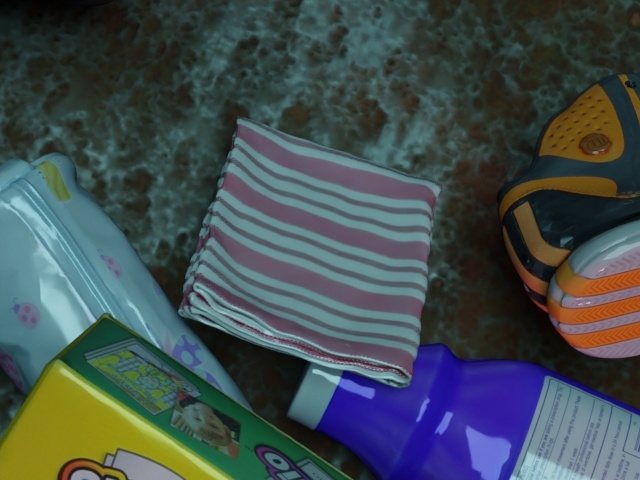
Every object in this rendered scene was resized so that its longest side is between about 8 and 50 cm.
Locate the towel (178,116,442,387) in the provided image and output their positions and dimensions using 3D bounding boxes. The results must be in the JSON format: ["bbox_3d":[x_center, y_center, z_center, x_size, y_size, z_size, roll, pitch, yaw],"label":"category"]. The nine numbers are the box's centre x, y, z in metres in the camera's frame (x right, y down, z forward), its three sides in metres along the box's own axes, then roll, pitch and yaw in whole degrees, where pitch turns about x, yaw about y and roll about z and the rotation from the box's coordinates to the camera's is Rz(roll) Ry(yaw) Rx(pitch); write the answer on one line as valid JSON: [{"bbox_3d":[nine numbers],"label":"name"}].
[{"bbox_3d":[0.000,0.000,1.097,0.144,0.029,0.197,19,39,-5],"label":"towel"}]

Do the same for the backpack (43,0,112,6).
[{"bbox_3d":[-0.221,-0.279,1.096,0.276,0.213,0.263,2,83,-14],"label":"backpack"}]

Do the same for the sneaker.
[{"bbox_3d":[0.261,-0.042,1.117,0.321,0.124,0.180,-8,39,-15],"label":"sneaker"}]

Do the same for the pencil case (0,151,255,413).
[{"bbox_3d":[-0.119,0.080,1.061,0.113,0.124,0.273,-37,82,-12],"label":"pencil case"}]

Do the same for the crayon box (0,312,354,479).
[{"bbox_3d":[-0.058,0.272,0.961,0.363,0.106,0.313,34,103,1],"label":"crayon box"}]

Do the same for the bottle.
[{"bbox_3d":[0.119,0.135,1.096,0.283,0.092,0.118,23,70,-1],"label":"bottle"}]
